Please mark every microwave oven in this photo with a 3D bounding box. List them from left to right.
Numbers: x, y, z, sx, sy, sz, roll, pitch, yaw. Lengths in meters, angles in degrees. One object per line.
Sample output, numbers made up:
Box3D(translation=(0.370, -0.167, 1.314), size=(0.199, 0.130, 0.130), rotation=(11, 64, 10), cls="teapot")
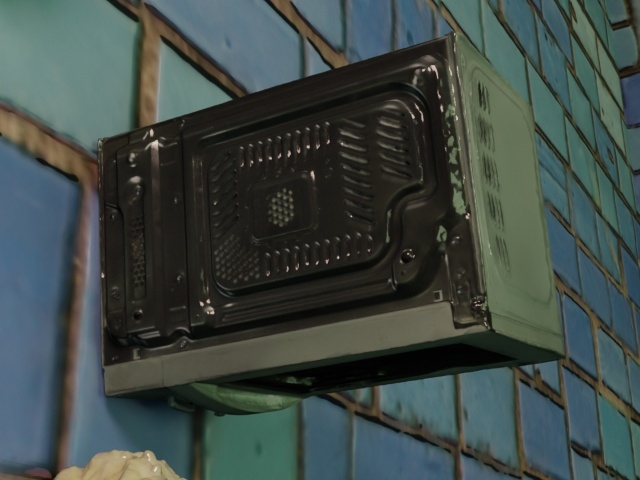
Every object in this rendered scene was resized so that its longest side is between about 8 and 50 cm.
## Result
Box3D(translation=(0.000, 0.000, 0.520), size=(0.122, 0.208, 0.162), rotation=(22, 60, -59), cls="microwave oven")

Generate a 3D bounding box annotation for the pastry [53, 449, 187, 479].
Box3D(translation=(-0.110, 0.181, 0.370), size=(0.121, 0.089, 0.258), rotation=(60, 26, -7), cls="pastry")
